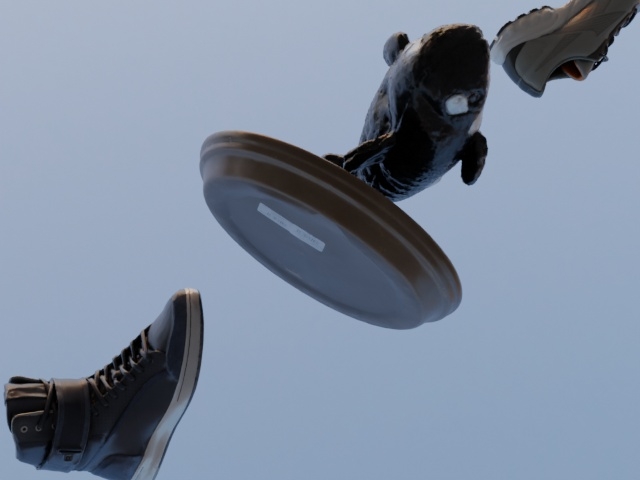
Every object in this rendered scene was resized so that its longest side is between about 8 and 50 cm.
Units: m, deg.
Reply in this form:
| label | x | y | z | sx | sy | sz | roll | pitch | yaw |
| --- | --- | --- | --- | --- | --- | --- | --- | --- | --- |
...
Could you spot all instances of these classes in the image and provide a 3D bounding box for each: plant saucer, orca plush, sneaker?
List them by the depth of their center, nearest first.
| label | x | y | z | sx | sy | sz | roll | pitch | yaw |
| --- | --- | --- | --- | --- | --- | --- | --- | --- | --- |
| orca plush | 0.051 | -0.097 | 1.130 | 0.102 | 0.287 | 0.151 | -22 | -90 | -25 |
| plant saucer | 0.000 | 0.000 | 1.156 | 0.278 | 0.278 | 0.041 | 32 | -108 | 5 |
| sneaker | -0.209 | 0.133 | 1.198 | 0.163 | 0.226 | 0.086 | 14 | -156 | -21 |
| sneaker | 0.352 | -0.271 | 1.653 | 0.271 | 0.100 | 0.108 | -29 | -104 | -14 |
